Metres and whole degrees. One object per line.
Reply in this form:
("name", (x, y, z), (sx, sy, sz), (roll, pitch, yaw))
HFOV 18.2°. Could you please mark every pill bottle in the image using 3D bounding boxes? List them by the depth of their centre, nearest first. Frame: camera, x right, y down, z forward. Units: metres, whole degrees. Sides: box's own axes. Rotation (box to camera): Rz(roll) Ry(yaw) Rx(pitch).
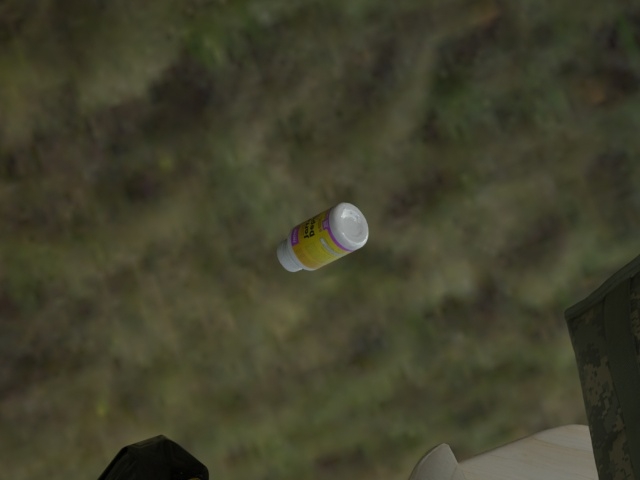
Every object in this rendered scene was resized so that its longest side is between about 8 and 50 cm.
("pill bottle", (0.000, 0.000, 1.756), (0.043, 0.043, 0.083), (-5, 163, -47))

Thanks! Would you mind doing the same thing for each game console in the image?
("game console", (-0.256, 0.362, 2.100), (0.361, 0.044, 0.213), (-53, -162, -8))

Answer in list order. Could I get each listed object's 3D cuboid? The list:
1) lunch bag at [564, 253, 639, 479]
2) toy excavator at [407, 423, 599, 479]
("lunch bag", (0.336, 0.089, 1.454), (0.169, 0.235, 0.287), (26, 131, -31))
("toy excavator", (0.349, 0.251, 1.828), (0.433, 0.445, 0.222), (-45, 166, -28))
